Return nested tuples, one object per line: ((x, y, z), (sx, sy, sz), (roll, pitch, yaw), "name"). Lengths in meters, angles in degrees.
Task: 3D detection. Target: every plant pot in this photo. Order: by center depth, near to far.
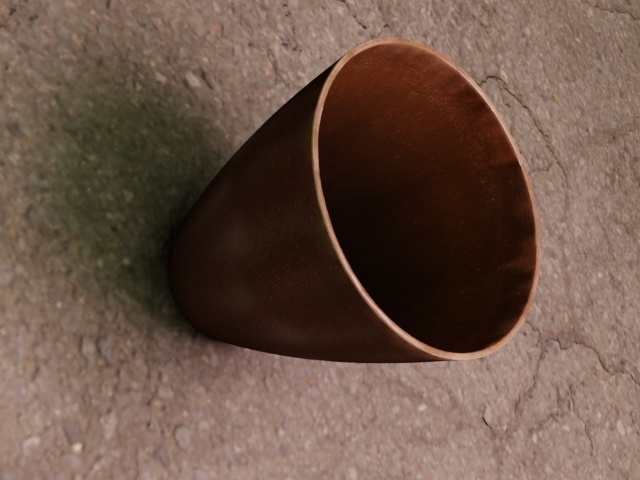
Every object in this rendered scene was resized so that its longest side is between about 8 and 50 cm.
((0.000, 0.000, 0.756), (0.215, 0.230, 0.215), (17, 63, -38), "plant pot")
